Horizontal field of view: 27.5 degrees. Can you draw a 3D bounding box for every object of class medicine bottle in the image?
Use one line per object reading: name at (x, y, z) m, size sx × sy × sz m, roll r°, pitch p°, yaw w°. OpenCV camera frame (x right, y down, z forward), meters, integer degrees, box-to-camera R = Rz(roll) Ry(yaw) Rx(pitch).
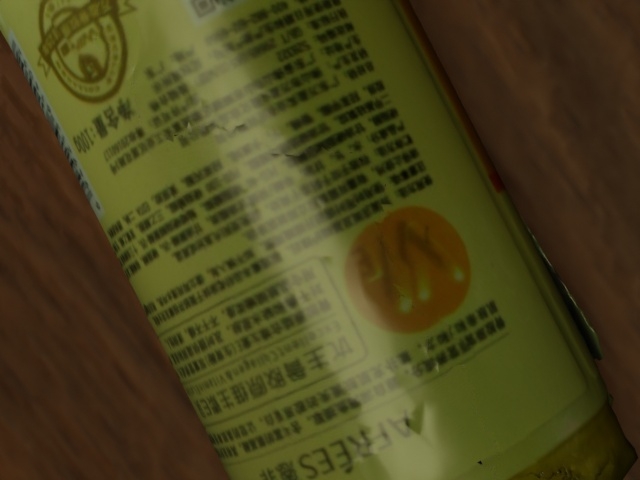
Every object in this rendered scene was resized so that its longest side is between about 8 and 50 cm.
medicine bottle at (0.000, 0.000, 0.399) m, size 0.124 × 0.124 × 0.239 m, roll -28°, pitch 90°, yaw 9°
